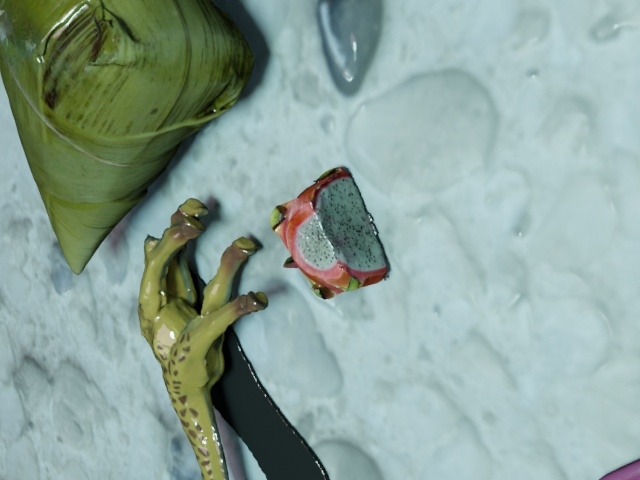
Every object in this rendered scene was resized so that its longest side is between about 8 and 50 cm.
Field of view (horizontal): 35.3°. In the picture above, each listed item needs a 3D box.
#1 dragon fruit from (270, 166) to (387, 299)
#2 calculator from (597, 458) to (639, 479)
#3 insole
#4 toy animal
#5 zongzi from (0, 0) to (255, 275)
[{"bbox_3d":[0.000,0.000,0.669,0.060,0.056,0.083,-25,86,45],"label":"dragon fruit"},{"bbox_3d":[0.227,0.200,0.529,0.126,0.034,0.191,-36,77,46],"label":"calculator"},{"bbox_3d":[-0.073,0.113,0.813,0.253,0.005,0.086,54,134,18],"label":"insole"},{"bbox_3d":[-0.092,0.104,0.786,0.149,0.054,0.276,20,114,36],"label":"toy animal"},{"bbox_3d":[-0.202,-0.151,0.766,0.274,0.145,0.300,61,141,16],"label":"zongzi"}]
